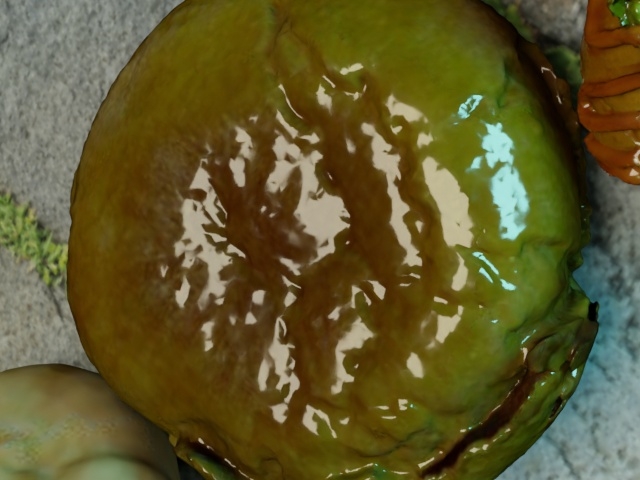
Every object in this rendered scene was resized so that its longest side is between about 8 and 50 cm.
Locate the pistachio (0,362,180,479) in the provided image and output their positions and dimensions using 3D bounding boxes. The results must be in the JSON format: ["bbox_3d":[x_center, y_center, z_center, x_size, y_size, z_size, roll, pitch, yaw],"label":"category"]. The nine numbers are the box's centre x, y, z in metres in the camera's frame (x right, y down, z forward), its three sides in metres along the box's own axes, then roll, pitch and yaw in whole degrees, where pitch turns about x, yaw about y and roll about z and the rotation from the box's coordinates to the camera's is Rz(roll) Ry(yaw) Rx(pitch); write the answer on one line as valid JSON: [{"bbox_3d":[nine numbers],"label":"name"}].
[{"bbox_3d":[-0.213,0.207,1.148,0.321,0.229,0.238,-24,117,42],"label":"pistachio"}]

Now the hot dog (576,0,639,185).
[{"bbox_3d":[0.199,-0.168,0.830,0.158,0.117,0.349,13,122,19],"label":"hot dog"}]

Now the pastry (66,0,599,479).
[{"bbox_3d":[0.000,0.000,1.012,0.356,0.164,0.356,6,100,35],"label":"pastry"}]
